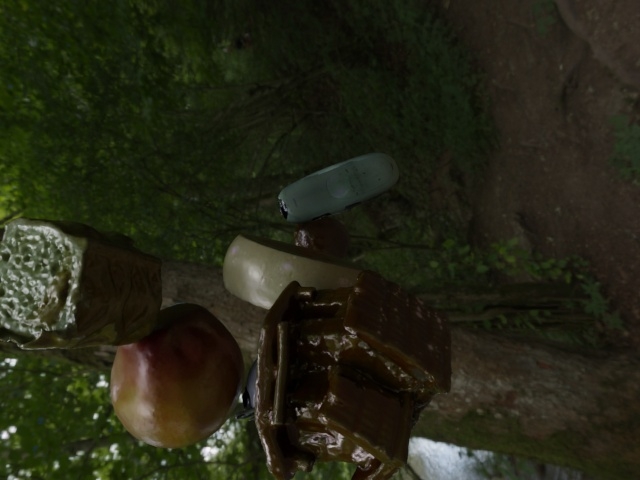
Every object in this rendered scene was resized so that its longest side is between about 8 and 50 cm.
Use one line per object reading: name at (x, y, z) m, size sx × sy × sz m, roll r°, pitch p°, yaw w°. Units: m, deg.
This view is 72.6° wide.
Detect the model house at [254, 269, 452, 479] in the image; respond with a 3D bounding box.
model house at (0.049, 0.168, 0.551) m, size 0.199 × 0.229 × 0.220 m, roll -58°, pitch -48°, yaw -60°

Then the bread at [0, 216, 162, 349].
bread at (-0.412, 0.077, 0.754) m, size 0.252 × 0.195 × 0.239 m, roll 53°, pitch -148°, yaw -67°

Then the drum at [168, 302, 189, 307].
drum at (-0.361, 0.277, 1.184) m, size 0.253 × 0.129 × 0.049 m, roll 56°, pitch 155°, yaw 35°

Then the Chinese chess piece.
Chinese chess piece at (-0.047, 0.066, 0.807) m, size 0.273 × 0.273 × 0.102 m, roll -140°, pitch 65°, yaw -88°

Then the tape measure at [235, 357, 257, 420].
tape measure at (-0.072, 0.315, 0.928) m, size 0.196 × 0.178 × 0.105 m, roll -48°, pitch 26°, yaw 3°

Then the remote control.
remote control at (0.039, -0.104, 0.855) m, size 0.045 × 0.256 × 0.098 m, roll 126°, pitch 120°, yaw -81°

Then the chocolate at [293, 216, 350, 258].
chocolate at (0.000, 0.000, 1.293) m, size 0.177 × 0.176 × 0.177 m, roll -174°, pitch 90°, yaw -88°

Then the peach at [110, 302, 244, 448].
peach at (-0.308, 0.285, 0.951) m, size 0.333 × 0.307 × 0.308 m, roll 110°, pitch 168°, yaw -48°
